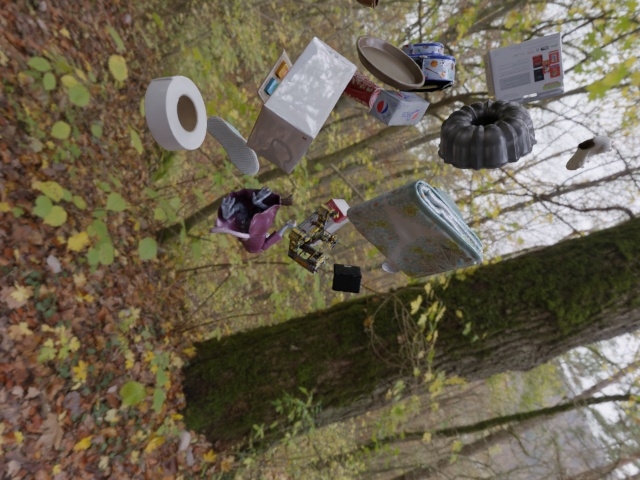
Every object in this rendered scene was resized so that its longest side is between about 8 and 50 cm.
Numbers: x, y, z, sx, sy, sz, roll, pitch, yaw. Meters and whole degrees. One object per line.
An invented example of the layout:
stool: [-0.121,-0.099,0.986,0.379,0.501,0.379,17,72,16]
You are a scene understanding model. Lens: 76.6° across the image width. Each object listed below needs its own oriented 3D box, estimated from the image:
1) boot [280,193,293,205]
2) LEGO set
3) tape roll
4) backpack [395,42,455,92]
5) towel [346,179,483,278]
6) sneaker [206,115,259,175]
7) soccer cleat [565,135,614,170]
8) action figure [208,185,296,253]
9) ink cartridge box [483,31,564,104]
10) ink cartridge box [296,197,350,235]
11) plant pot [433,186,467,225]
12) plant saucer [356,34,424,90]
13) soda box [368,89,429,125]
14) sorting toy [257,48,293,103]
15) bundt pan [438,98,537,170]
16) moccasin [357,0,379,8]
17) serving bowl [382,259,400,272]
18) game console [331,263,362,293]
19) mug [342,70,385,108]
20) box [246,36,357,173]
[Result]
boot: [-0.165,-0.159,1.595,0.106,0.114,0.037,-87,174,-71]
LEGO set: [0.000,0.000,1.937,0.192,0.255,0.331,34,44,16]
tape roll: [-0.571,-0.505,1.619,0.286,0.100,0.286,1,90,-74]
backpack: [0.462,-0.751,1.795,0.276,0.263,0.213,-47,146,-68]
towel: [0.309,-0.019,1.339,0.374,0.320,0.090,42,54,-21]
sneaker: [-0.432,-0.495,2.111,0.366,0.135,0.150,53,14,-1]
soccer cleat: [0.880,-0.295,1.356,0.196,0.076,0.068,112,-3,-75]
action figure: [-0.238,-0.032,1.513,0.370,0.248,0.276,95,8,-57]
ink cartridge box: [0.957,-0.786,1.915,0.130,0.309,0.272,-60,138,-72]
ink cartridge box: [0.022,-0.101,2.330,0.131,0.306,0.226,57,18,8]
plant pot: [0.561,-0.123,1.930,0.165,0.165,0.234,12,55,-43]
plant saucer: [0.241,-0.620,1.426,0.278,0.041,0.278,17,47,-20]
soda box: [0.300,-0.495,1.518,0.091,0.098,0.286,40,34,19]
sorting toy: [-0.161,-0.622,1.620,0.038,0.208,0.193,29,-1,15]
bundt pan: [0.570,-0.385,1.410,0.331,0.330,0.124,-104,174,-51]
moccasin: [0.256,-1.119,1.716,0.147,0.139,0.380,30,-13,-7]
serving bowl: [0.310,0.106,1.751,0.083,0.083,0.027,55,41,-39]
game console: [0.112,0.162,1.740,0.107,0.122,0.071,-91,-170,-57]
mug: [0.159,-0.600,1.649,0.169,0.150,0.113,42,-21,30]
box: [-0.058,-0.420,1.269,0.168,0.215,0.345,32,60,-10]
